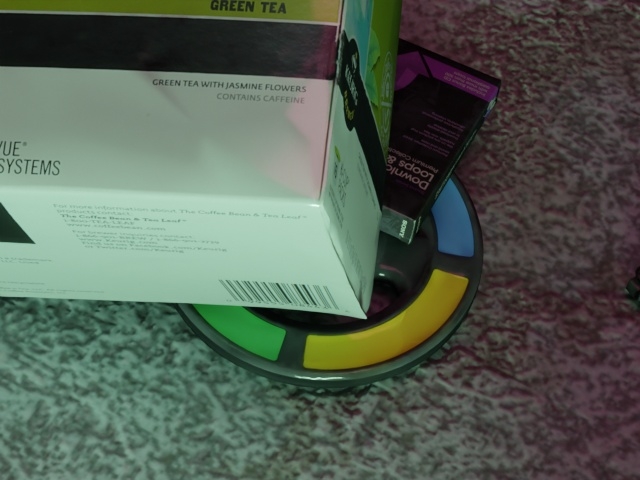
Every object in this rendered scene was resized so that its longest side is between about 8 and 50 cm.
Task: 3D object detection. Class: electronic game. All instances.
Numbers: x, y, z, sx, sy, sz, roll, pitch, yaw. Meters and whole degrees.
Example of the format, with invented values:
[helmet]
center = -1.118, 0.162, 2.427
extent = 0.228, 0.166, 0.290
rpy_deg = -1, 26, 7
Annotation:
[electronic game]
center = 0.000, 0.000, 1.246
extent = 0.229, 0.048, 0.229
rpy_deg = 3, 57, -4

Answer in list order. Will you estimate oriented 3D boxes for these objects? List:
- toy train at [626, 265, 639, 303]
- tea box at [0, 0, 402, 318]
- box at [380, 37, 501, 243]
[toy train]
center = 0.289, 0.008, 1.283
extent = 0.158, 0.027, 0.036
rpy_deg = -27, 66, -21
[tea box]
center = -0.124, -0.139, 1.148
extent = 0.329, 0.220, 0.324
rpy_deg = 4, 71, 11
[box]
center = 0.046, -0.079, 1.269
extent = 0.116, 0.029, 0.162
rpy_deg = 24, 52, 11
